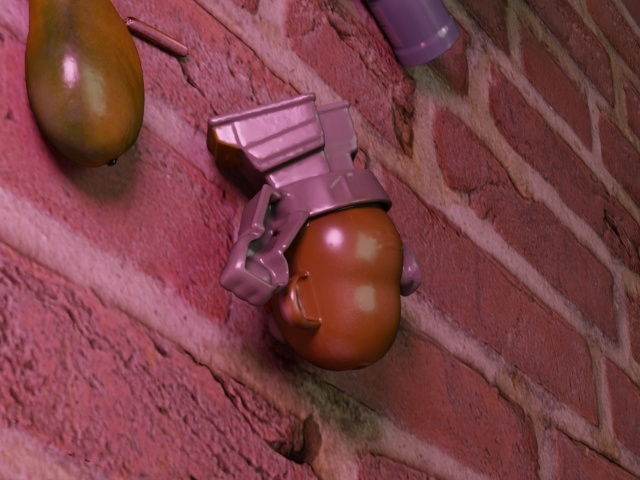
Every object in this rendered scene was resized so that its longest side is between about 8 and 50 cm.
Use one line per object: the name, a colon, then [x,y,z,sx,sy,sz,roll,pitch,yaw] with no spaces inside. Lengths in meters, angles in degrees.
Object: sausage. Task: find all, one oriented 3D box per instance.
sausage: [-0.170,-0.212,1.227,0.100,0.015,0.015,21,57,-53]

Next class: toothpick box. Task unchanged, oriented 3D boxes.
toothpick box: [0.120,-0.336,1.667,0.153,0.101,0.101,57,34,-26]

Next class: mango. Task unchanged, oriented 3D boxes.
mango: [-0.211,-0.158,1.070,0.122,0.085,0.191,21,59,-49]

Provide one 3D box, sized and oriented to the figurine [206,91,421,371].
figurine: [0.000,0.000,1.249,0.342,0.167,0.285,-11,76,-38]
